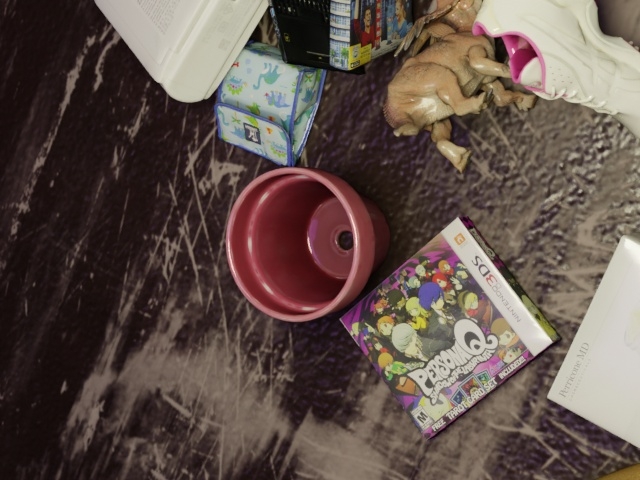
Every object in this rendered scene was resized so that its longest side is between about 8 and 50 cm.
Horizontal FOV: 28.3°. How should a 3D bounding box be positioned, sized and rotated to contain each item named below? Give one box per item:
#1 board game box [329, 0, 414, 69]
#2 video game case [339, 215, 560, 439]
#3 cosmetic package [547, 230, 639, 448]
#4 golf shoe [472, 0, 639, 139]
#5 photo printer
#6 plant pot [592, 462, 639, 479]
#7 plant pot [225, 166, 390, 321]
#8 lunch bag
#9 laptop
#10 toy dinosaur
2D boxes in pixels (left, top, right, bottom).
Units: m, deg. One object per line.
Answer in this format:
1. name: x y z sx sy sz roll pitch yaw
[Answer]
1. board game box: 0.059 -0.335 1.627 0.060 0.194 0.194 11 113 26
2. video game case: 0.170 0.119 1.710 0.232 0.042 0.210 -41 74 23
3. cosmetic package: 0.430 0.136 1.529 0.225 0.138 0.224 28 105 24
4. golf shoe: 0.302 -0.207 1.522 0.306 0.115 0.140 44 81 -17
5. photo printer: -0.195 -0.374 1.780 0.256 0.107 0.307 -57 45 18
6. plant pot: 0.352 0.394 1.553 0.254 0.237 0.237 -41 75 8
7. plant pot: 0.000 0.000 1.710 0.201 0.180 0.201 2 95 26
8. lunch bag: -0.076 -0.191 1.790 0.129 0.096 0.151 23 116 22
9. laptop: 0.028 -0.365 1.643 0.136 0.234 0.264 -16 85 27
10. toy dinosaur: 0.148 -0.210 1.610 0.200 0.296 0.127 33 150 24
